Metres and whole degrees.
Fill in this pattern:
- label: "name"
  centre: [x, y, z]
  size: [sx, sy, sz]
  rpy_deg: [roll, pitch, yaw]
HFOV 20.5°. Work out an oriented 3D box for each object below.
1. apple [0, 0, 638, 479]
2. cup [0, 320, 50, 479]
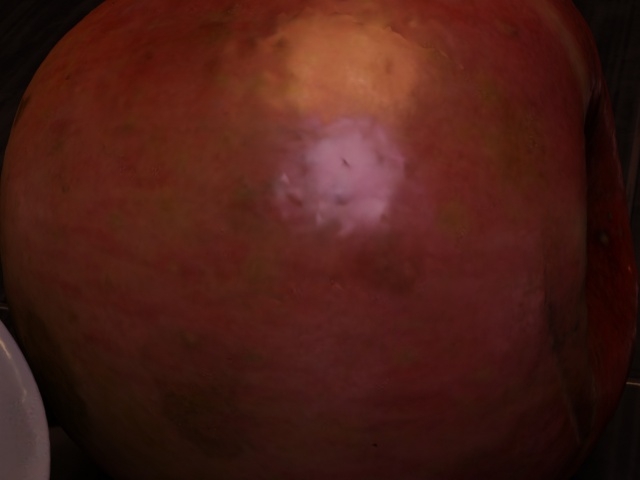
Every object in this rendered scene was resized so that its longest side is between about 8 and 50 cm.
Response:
- label: "apple"
  centre: [0.000, 0.000, 0.984]
  size: [0.364, 0.364, 0.364]
  rpy_deg: [0, 29, 0]
- label: "cup"
  centre: [-0.320, 0.137, 0.877]
  size: [0.347, 0.163, 0.347]
  rpy_deg: [13, 39, -11]
